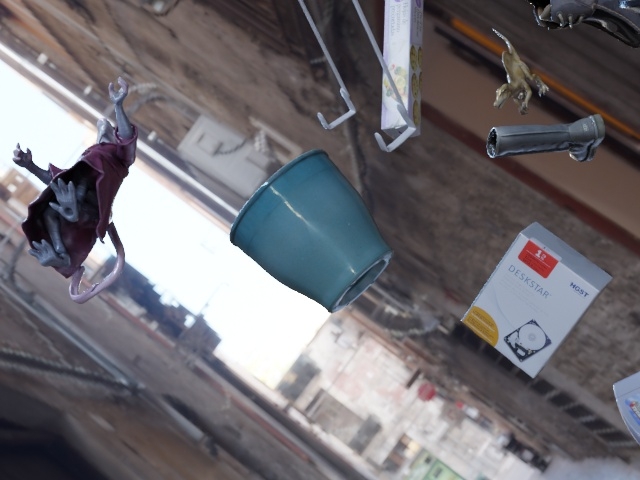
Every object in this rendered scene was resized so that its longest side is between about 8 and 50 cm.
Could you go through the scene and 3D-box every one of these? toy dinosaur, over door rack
[{"bbox_3d":[0.293,-0.248,1.370,0.053,0.092,0.183,-25,35,32],"label":"toy dinosaur"},{"bbox_3d":[0.047,-0.309,1.324,0.108,0.324,0.239,-22,21,-15],"label":"over door rack"}]

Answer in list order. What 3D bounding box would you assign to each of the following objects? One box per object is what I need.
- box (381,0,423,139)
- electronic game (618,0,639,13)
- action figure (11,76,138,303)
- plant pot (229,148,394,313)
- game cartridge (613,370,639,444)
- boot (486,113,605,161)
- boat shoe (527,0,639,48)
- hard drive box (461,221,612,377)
[{"bbox_3d":[0.173,-0.374,1.945,0.067,0.063,0.324,28,-120,-55],"label":"box"},{"bbox_3d":[0.588,-0.410,1.463,0.229,0.048,0.229,-18,14,5],"label":"electronic game"},{"bbox_3d":[-0.402,-0.112,1.707,0.248,0.276,0.370,-27,22,18],"label":"action figure"},{"bbox_3d":[0.000,0.000,1.875,0.271,0.255,0.271,-42,-13,-12],"label":"plant pot"},{"bbox_3d":[0.782,0.382,2.063,0.198,0.062,0.297,-23,27,2],"label":"game cartridge"},{"bbox_3d":[0.429,-0.186,1.794,0.208,0.076,0.189,-14,-18,2],"label":"boot"},{"bbox_3d":[0.450,-0.450,1.716,0.130,0.355,0.132,-55,-6,-6],"label":"boat shoe"},{"bbox_3d":[0.407,0.113,1.758,0.089,0.181,0.232,-25,-32,-53],"label":"hard drive box"}]
